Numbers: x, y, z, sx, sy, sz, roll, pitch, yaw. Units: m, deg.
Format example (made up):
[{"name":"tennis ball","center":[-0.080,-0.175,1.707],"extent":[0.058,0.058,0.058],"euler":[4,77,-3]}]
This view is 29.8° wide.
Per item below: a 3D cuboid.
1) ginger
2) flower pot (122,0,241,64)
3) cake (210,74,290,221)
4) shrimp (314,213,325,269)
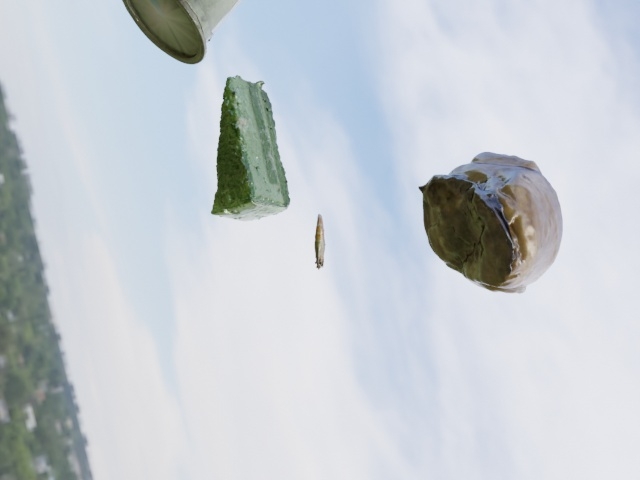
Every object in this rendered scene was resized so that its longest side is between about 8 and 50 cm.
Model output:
[{"name":"ginger","center":[0.296,-0.024,1.927],"extent":[0.269,0.223,0.201],"euler":[24,-56,54]},{"name":"flower pot","center":[-0.229,-0.461,2.206],"extent":[0.212,0.202,0.212],"euler":[33,-28,20]},{"name":"cake","center":[-0.128,-0.144,1.938],"extent":[0.099,0.100,0.235],"euler":[-26,-114,35]},{"name":"shrimp","center":[0.000,0.000,2.452],"extent":[0.083,0.023,0.114],"euler":[-81,170,-76]}]
